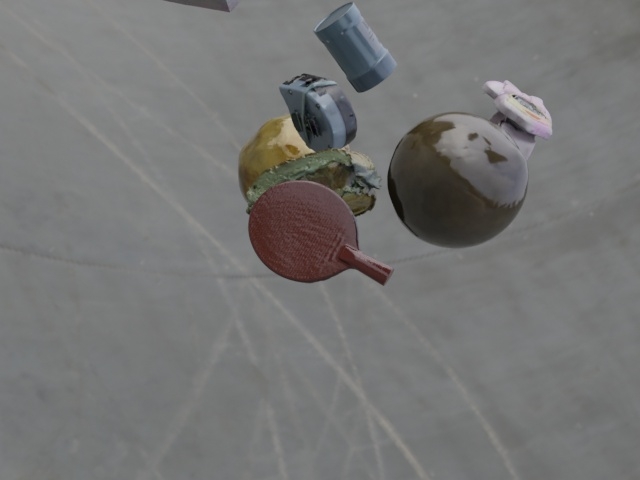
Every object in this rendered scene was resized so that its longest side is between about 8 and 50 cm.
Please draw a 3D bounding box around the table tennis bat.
[{"bbox_3d":[0.000,0.000,1.909,0.310,0.200,0.038,28,-3,10],"label":"table tennis bat"}]

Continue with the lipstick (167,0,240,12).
[{"bbox_3d":[-0.307,-0.529,1.957,0.318,0.066,0.068,16,-34,25],"label":"lipstick"}]

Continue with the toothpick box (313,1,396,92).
[{"bbox_3d":[0.070,-0.385,1.930,0.153,0.101,0.101,52,15,-20],"label":"toothpick box"}]

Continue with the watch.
[{"bbox_3d":[0.472,-0.274,2.508,0.211,0.217,0.248,29,24,-9],"label":"watch"}]

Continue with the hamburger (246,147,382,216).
[{"bbox_3d":[0.005,-0.104,2.114,0.211,0.309,0.132,11,62,-60],"label":"hamburger"}]

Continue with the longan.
[{"bbox_3d":[0.243,-0.107,1.694,0.258,0.258,0.258,41,19,-17],"label":"longan"}]

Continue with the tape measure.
[{"bbox_3d":[0.000,-0.290,2.244,0.181,0.107,0.182,17,-47,59],"label":"tape measure"}]

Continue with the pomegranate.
[{"bbox_3d":[-0.054,-0.176,2.564,0.332,0.332,0.332,41,19,-17],"label":"pomegranate"}]
